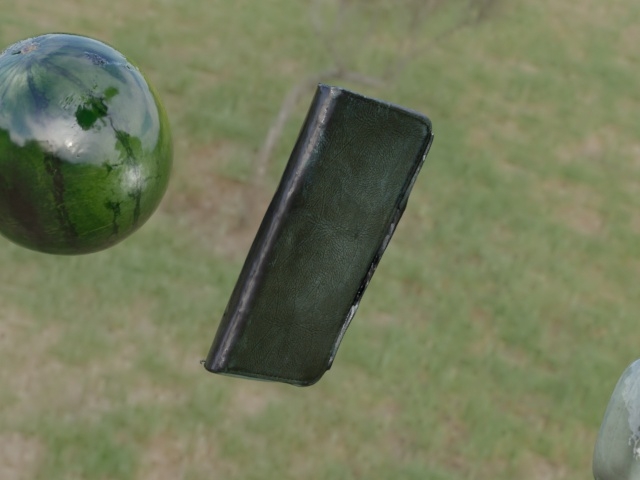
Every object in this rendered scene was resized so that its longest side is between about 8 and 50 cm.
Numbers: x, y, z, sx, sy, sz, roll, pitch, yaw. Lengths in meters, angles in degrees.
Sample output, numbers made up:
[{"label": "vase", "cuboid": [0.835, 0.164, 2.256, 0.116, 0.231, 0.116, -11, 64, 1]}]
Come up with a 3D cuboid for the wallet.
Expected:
[{"label": "wallet", "cuboid": [0.000, 0.000, 1.945, 0.172, 0.318, 0.045, 13, 14, -44]}]

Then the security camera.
[{"label": "security camera", "cuboid": [0.376, 0.197, 1.791, 0.301, 0.157, 0.080, 18, 1, -40]}]

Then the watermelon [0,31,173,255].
[{"label": "watermelon", "cuboid": [-0.273, -0.101, 2.022, 0.242, 0.242, 0.242, 14, 25, -6]}]
